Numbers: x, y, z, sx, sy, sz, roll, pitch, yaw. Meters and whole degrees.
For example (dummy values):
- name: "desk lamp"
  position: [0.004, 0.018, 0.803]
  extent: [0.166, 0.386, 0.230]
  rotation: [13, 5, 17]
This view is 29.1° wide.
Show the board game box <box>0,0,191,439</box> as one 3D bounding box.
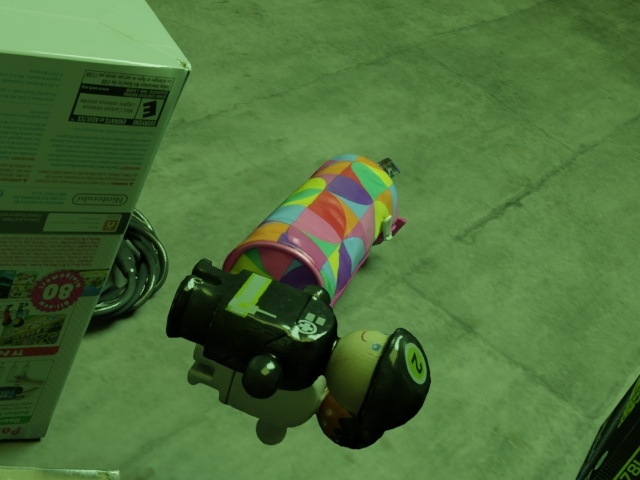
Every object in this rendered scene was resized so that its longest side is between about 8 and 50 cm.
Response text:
- name: "board game box"
  position: [-0.236, -0.009, 0.725]
  extent: [0.224, 0.303, 0.097]
  rotation: [2, 38, -37]

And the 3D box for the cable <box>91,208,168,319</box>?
- name: "cable"
  position: [-0.206, 0.013, 0.980]
  extent: [0.150, 0.047, 0.184]
  rotation: [35, 28, 5]

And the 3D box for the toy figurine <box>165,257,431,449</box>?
- name: "toy figurine"
  position: [-0.035, 0.135, 0.727]
  extent: [0.148, 0.209, 0.213]
  rotation: [21, 73, 6]

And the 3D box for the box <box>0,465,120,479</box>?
- name: "box"
  position: [-0.237, 0.211, 0.496]
  extent: [0.307, 0.076, 0.242]
  rotation: [8, 69, -29]

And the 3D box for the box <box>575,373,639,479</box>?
- name: "box"
  position: [0.273, 0.141, 1.006]
  extent: [0.045, 0.184, 0.191]
  rotation: [32, 32, 11]

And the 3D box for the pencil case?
- name: "pencil case"
  position: [0.000, 0.000, 1.100]
  extent: [0.104, 0.104, 0.236]
  rotation: [32, 32, 8]
